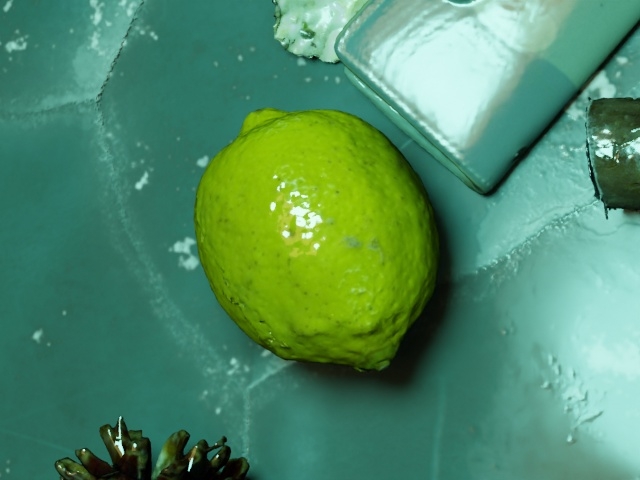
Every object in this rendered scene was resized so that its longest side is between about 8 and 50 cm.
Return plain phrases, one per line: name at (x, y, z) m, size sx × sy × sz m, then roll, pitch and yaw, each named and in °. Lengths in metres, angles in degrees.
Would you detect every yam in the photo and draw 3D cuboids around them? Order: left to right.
yam at (0.410, -0.084, 1.849) m, size 0.280 × 0.131 × 0.131 m, roll 2°, pitch 81°, yaw 21°

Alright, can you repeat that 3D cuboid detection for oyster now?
oyster at (0.037, -0.290, 2.063) m, size 0.133 × 0.072 × 0.209 m, roll 35°, pitch 109°, yaw -6°

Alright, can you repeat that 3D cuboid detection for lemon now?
lemon at (0.000, 0.000, 1.926) m, size 0.253 × 0.253 × 0.310 m, roll -31°, pitch 78°, yaw 13°

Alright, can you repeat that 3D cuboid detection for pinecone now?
pinecone at (-0.185, 0.335, 1.932) m, size 0.298 × 0.242 × 0.296 m, roll -24°, pitch 74°, yaw 20°

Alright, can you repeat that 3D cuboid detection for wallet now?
wallet at (0.200, -0.260, 1.973) m, size 0.252 × 0.083 × 0.360 m, roll 41°, pitch 94°, yaw 8°
